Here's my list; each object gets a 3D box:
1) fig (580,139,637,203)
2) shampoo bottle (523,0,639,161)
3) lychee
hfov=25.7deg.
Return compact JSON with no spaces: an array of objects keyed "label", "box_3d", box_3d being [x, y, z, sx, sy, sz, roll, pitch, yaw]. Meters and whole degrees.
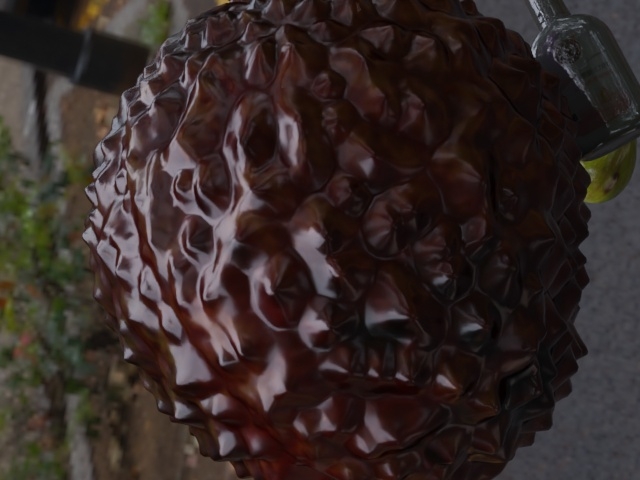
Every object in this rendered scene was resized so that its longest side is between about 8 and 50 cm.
[{"label":"fig","box_3d":[0.337,-0.110,1.568,0.166,0.093,0.093,-38,40,25]},{"label":"shampoo bottle","box_3d":[0.223,-0.154,1.224,0.080,0.040,0.165,-29,72,19]},{"label":"lychee","box_3d":[0.015,-0.029,1.128,0.424,0.424,0.500,-34,76,57]}]
